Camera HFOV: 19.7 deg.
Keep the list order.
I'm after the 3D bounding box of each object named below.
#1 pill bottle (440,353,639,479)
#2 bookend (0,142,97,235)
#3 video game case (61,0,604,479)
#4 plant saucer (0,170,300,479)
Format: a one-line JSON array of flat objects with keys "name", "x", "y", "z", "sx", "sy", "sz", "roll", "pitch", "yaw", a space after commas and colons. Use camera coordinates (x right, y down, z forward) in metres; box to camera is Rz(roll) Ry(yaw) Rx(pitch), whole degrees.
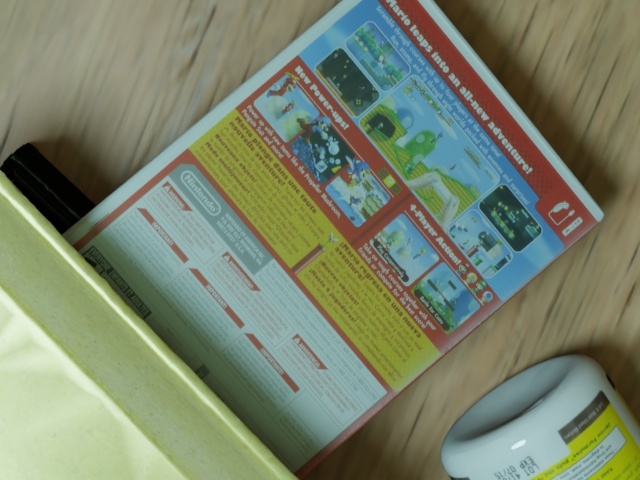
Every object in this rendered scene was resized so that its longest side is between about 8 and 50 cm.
[{"name": "pill bottle", "x": 0.176, "y": 0.186, "z": 1.146, "sx": 0.117, "sy": 0.117, "sz": 0.215, "roll": -33, "pitch": 97, "yaw": 3}, {"name": "bookend", "x": -0.181, "y": 0.050, "z": 1.139, "sx": 0.156, "sy": 0.072, "sz": 0.157, "roll": 44, "pitch": 95, "yaw": -7}, {"name": "video game case", "x": 0.000, "y": 0.000, "z": 1.099, "sx": 0.285, "sy": 0.025, "sz": 0.204, "roll": -40, "pitch": 98, "yaw": -3}, {"name": "plant saucer", "x": -0.198, "y": 0.180, "z": 1.047, "sx": 0.333, "sy": 0.081, "sz": 0.333, "roll": -44, "pitch": 93, "yaw": -3}]
